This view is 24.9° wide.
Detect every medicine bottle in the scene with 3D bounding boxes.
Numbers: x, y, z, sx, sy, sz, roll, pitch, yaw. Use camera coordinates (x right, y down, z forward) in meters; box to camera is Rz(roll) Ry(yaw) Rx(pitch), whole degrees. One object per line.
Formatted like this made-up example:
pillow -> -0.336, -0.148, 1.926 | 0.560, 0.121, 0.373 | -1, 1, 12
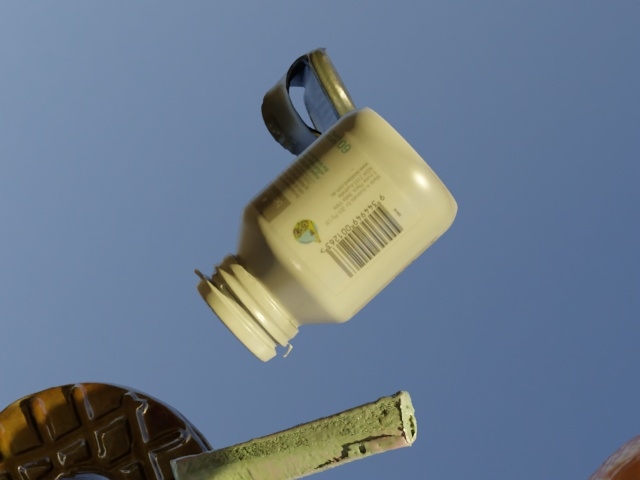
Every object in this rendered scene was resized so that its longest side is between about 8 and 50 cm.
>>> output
medicine bottle -> 0.000, 0.000, 1.249 | 0.215, 0.135, 0.135 | -42, -143, -1

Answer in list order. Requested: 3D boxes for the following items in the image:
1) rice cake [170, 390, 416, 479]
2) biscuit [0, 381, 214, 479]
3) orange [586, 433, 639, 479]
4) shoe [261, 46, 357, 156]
rice cake -> -0.024, 0.161, 1.098 | 0.211, 0.034, 0.043 | -20, -101, 21
biscuit -> -0.255, 0.315, 1.599 | 0.332, 0.103, 0.332 | -1, -105, 3
orange -> 0.360, 0.348, 1.213 | 0.326, 0.424, 0.424 | -27, -147, -16
shoe -> -0.013, -0.132, 1.590 | 0.093, 0.108, 0.241 | -27, 176, -3
